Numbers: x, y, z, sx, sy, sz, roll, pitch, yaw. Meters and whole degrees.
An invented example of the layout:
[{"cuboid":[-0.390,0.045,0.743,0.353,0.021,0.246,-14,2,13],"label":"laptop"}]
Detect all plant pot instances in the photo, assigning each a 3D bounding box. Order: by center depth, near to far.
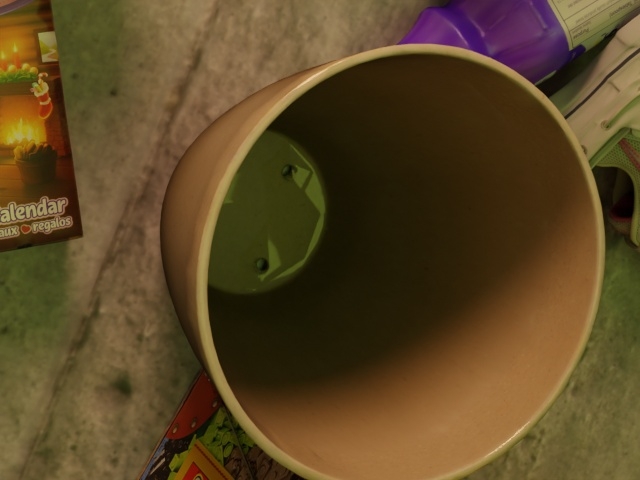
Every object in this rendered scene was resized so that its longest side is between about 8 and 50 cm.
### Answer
[{"cuboid":[0.000,0.000,0.844,0.256,0.274,0.256,-4,100,-23],"label":"plant pot"}]

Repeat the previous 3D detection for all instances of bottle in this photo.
[{"cuboid":[0.159,-0.168,0.966,0.283,0.118,0.092,-32,96,-9],"label":"bottle"}]

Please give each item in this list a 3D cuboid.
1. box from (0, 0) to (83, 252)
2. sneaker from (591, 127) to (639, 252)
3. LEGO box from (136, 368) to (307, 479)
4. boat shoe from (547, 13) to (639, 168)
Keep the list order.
[{"cuboid":[-0.309,-0.077,0.813,0.293,0.057,0.201,-11,105,-21],"label":"box"},{"cuboid":[0.301,-0.022,1.072,0.111,0.103,0.252,-31,102,10],"label":"sneaker"},{"cuboid":[0.130,0.319,0.918,0.500,0.372,0.193,31,88,-26],"label":"LEGO box"},{"cuboid":[0.236,-0.110,0.973,0.083,0.226,0.076,-22,75,-48],"label":"boat shoe"}]
